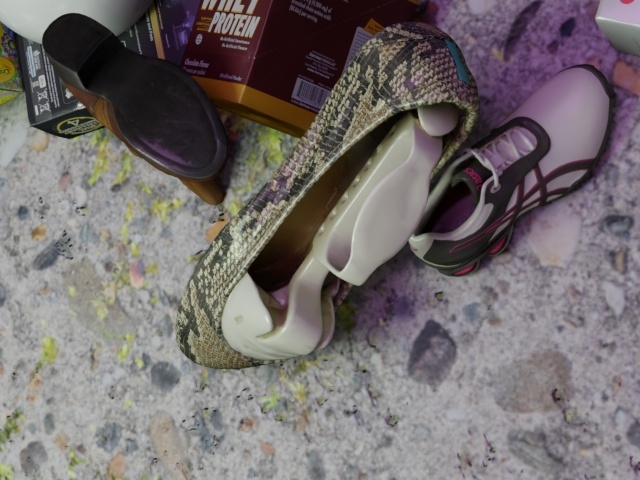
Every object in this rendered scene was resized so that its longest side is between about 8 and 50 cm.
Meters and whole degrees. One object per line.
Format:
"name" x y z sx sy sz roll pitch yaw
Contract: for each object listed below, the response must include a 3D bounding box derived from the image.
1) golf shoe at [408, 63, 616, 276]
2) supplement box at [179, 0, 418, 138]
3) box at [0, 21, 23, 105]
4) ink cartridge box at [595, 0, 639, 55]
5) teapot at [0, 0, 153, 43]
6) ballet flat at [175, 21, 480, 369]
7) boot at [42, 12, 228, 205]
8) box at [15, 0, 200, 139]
"golf shoe" 0.199 -0.074 1.401 0.105 0.120 0.273 44 100 23
"supplement box" -0.024 -0.219 1.457 0.129 0.191 0.194 17 89 50
"box" -0.544 -0.270 1.674 0.290 0.177 0.279 -20 75 38
"ink cartridge box" 0.440 -0.267 1.319 0.289 0.121 0.211 16 89 25
"teapot" -0.301 -0.345 1.511 0.252 0.187 0.256 21 92 24
"ballet flat" 0.000 0.000 1.389 0.483 0.164 0.182 -54 35 24
"boot" -0.167 -0.097 1.473 0.264 0.280 0.096 31 76 24
"box" -0.232 -0.357 1.637 0.318 0.097 0.395 -17 76 23
